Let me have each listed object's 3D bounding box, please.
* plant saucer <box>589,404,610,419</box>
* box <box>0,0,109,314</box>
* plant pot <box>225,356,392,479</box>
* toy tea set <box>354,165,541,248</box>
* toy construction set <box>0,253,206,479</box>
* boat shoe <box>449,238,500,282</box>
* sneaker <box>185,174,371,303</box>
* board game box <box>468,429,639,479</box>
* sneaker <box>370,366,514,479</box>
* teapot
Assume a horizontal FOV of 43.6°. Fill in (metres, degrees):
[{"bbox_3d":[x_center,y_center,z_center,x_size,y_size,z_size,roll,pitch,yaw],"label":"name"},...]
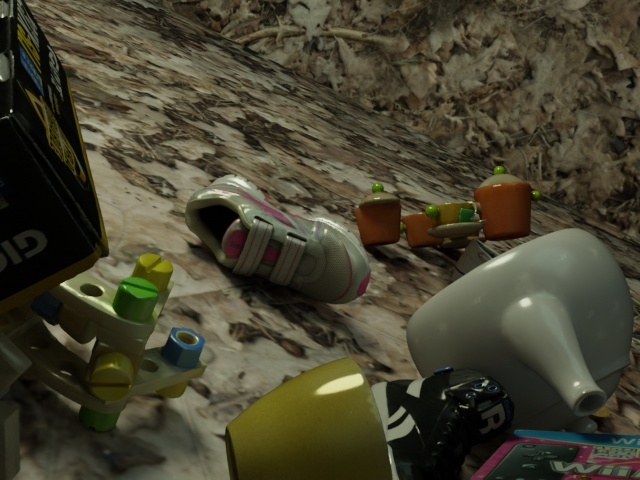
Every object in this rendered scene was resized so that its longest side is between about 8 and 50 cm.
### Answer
[{"bbox_3d":[0.330,0.206,1.027,0.084,0.015,0.083,22,17,-7],"label":"plant saucer"},{"bbox_3d":[-0.276,-0.003,0.390,0.079,0.322,0.257,66,-7,-32],"label":"box"},{"bbox_3d":[-0.015,0.157,0.566,0.095,0.134,0.134,-8,28,-14],"label":"plant pot"},{"bbox_3d":[0.206,-0.059,1.313,0.200,0.124,0.336,-12,-10,43],"label":"toy tea set"},{"bbox_3d":[-0.209,0.074,0.507,0.215,0.151,0.328,27,7,4],"label":"toy construction set"},{"bbox_3d":[0.337,0.087,1.251,0.268,0.088,0.096,32,19,20],"label":"boat shoe"},{"bbox_3d":[-0.062,0.008,0.954,0.252,0.102,0.111,25,21,20],"label":"sneaker"},{"bbox_3d":[0.203,0.209,0.526,0.224,0.097,0.303,-4,-2,26],"label":"board game box"},{"bbox_3d":[0.106,0.164,0.661,0.121,0.079,0.217,-18,17,6],"label":"sneaker"},{"bbox_3d":[0.225,0.120,0.833,0.256,0.252,0.187,-13,67,-40],"label":"teapot"}]
